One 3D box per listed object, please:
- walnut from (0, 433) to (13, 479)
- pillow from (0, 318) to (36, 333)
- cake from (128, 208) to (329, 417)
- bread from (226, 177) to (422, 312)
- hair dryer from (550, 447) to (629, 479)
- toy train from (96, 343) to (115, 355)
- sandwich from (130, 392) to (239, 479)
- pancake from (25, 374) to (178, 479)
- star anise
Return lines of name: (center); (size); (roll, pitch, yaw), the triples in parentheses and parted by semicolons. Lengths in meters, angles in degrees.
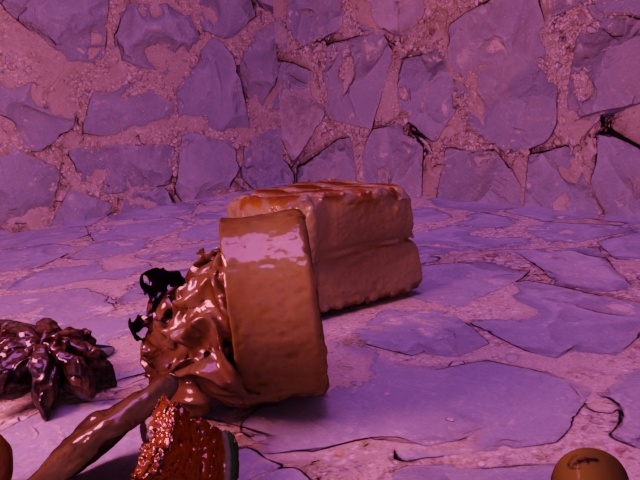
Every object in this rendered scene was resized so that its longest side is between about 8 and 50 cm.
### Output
walnut: (-0.474, 0.304, 0.929); (0.137, 0.137, 0.245); (3, 11, 26)
pillow: (-0.616, 0.193, 1.564); (0.241, 0.051, 0.093); (8, -20, 30)
cake: (-0.158, 0.120, 1.243); (0.321, 0.332, 0.332); (-10, 13, -3)
bread: (0.000, 0.000, 1.833); (0.371, 0.279, 0.390); (-9, 11, -32)
hair dryer: (0.211, 0.303, 0.867); (0.278, 0.090, 0.135); (-6, 12, 16)
toy train: (-0.497, 0.228, 1.444); (0.055, 0.048, 0.252); (9, 17, 36)
sandwich: (-0.171, 0.290, 0.890); (0.079, 0.159, 0.235); (-21, 30, 14)
pancake: (-0.284, 0.250, 1.002); (0.242, 0.050, 0.242); (-36, -4, -3)
star anise: (-0.472, 0.203, 1.327); (0.236, 0.109, 0.223); (16, 17, 2)
